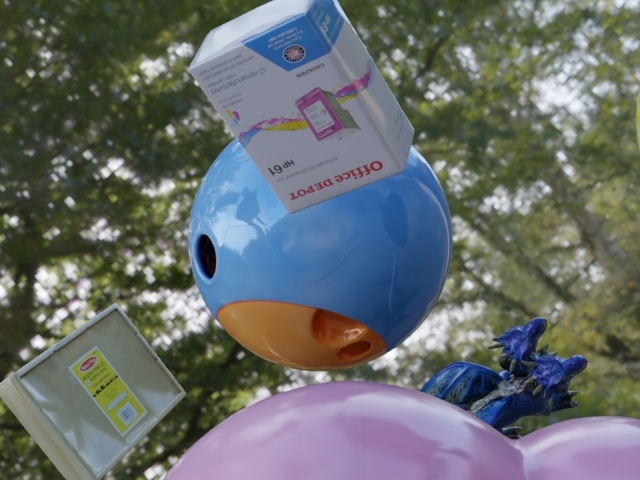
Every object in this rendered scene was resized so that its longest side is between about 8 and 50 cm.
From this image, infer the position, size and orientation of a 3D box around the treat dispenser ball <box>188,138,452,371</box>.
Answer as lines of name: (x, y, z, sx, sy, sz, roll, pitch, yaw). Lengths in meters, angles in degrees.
treat dispenser ball: (0.000, 0.000, 1.201, 0.288, 0.288, 0.288, -36, -23, -18)

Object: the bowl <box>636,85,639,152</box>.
bowl: (0.435, -0.111, 0.941, 0.289, 0.289, 0.156, -42, -3, -3)

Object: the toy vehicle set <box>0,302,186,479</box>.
toy vehicle set: (-0.289, 0.197, 1.429, 0.035, 0.166, 0.267, -36, 2, 24)

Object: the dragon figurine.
dragon figurine: (0.162, 0.168, 1.112, 0.144, 0.085, 0.289, 9, -38, -46)

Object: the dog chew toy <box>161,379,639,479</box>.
dog chew toy: (0.096, 0.158, 0.430, 0.332, 0.206, 0.206, 0, -28, 0)

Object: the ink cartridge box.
ink cartridge box: (-0.009, -0.087, 0.689, 0.088, 0.122, 0.052, -20, 32, 27)
